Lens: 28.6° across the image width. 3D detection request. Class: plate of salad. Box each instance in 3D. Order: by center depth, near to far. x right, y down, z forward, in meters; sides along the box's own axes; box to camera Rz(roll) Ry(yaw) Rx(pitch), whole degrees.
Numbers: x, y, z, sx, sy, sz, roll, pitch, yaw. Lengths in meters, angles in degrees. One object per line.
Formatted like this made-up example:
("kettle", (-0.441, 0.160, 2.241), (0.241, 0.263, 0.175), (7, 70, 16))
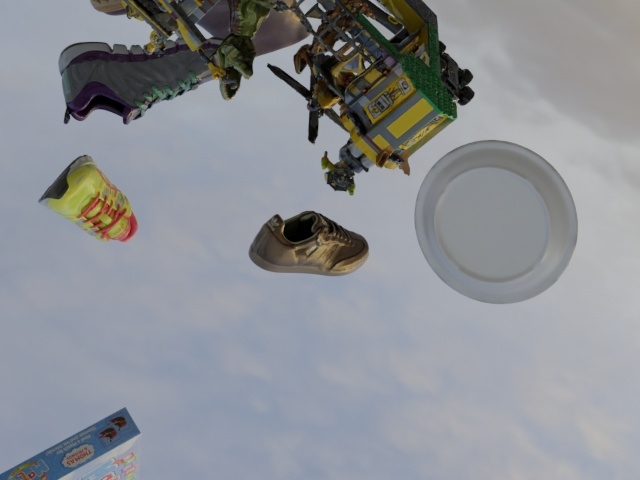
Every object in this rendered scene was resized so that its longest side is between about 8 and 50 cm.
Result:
("plate of salad", (0.209, -0.023, 1.493), (0.200, 0.200, 0.048), (31, -156, 13))

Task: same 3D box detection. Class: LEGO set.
("LEGO set", (-0.057, -0.163, 0.978), (0.331, 0.192, 0.255), (38, -153, -26))

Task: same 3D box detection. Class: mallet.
("mallet", (0.013, -0.288, 1.365), (0.190, 0.039, 0.062), (25, -128, -25))

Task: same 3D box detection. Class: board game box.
("board game box", (-0.281, 0.259, 1.259), (0.211, 0.160, 0.039), (-28, -112, -22))

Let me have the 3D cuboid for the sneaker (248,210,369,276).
("sneaker", (0.000, 0.000, 1.558), (0.188, 0.071, 0.066), (-5, -136, -44))

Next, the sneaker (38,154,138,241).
("sneaker", (-0.277, -0.043, 1.567), (0.094, 0.081, 0.208), (44, -176, 10))

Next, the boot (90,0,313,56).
("boot", (-0.148, -0.293, 1.616), (0.248, 0.207, 0.090), (-20, -128, 6))

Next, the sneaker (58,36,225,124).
("sneaker", (-0.193, -0.179, 1.474), (0.224, 0.083, 0.098), (-4, -108, -3))
